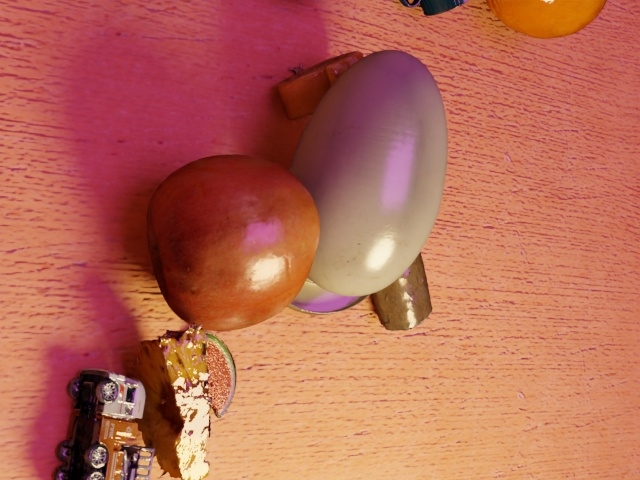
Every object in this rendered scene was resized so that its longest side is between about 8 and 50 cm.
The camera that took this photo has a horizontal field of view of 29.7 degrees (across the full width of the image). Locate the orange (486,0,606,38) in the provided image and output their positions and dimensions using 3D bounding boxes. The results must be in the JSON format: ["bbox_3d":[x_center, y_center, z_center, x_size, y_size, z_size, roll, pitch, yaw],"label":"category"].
[{"bbox_3d":[0.423,-0.502,2.230,0.261,0.261,0.261,2,87,-44],"label":"orange"}]

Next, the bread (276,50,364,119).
[{"bbox_3d":[0.008,-0.249,1.890,0.149,0.122,0.073,-34,108,-41],"label":"bread"}]

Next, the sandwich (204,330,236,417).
[{"bbox_3d":[-0.158,0.193,1.774,0.067,0.029,0.135,-21,104,-37],"label":"sandwich"}]

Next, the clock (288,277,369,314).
[{"bbox_3d":[0.000,0.000,1.882,0.235,0.029,0.234,4,81,-24],"label":"clock"}]

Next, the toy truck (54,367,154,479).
[{"bbox_3d":[-0.281,0.264,1.615,0.115,0.080,0.177,16,77,-44],"label":"toy truck"}]

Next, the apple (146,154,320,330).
[{"bbox_3d":[-0.117,0.003,1.664,0.254,0.254,0.253,2,87,-44],"label":"apple"}]

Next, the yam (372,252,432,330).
[{"bbox_3d":[0.112,0.014,2.001,0.106,0.106,0.259,-30,110,-41],"label":"yam"}]

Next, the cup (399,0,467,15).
[{"bbox_3d":[0.195,-0.470,2.088,0.150,0.113,0.138,-46,117,-37],"label":"cup"}]

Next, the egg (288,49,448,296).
[{"bbox_3d":[0.071,-0.100,1.779,0.230,0.230,0.370,17,86,-43],"label":"egg"}]

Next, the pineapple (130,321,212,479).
[{"bbox_3d":[-0.212,0.212,1.659,0.080,0.135,0.233,-9,107,-31],"label":"pineapple"}]
